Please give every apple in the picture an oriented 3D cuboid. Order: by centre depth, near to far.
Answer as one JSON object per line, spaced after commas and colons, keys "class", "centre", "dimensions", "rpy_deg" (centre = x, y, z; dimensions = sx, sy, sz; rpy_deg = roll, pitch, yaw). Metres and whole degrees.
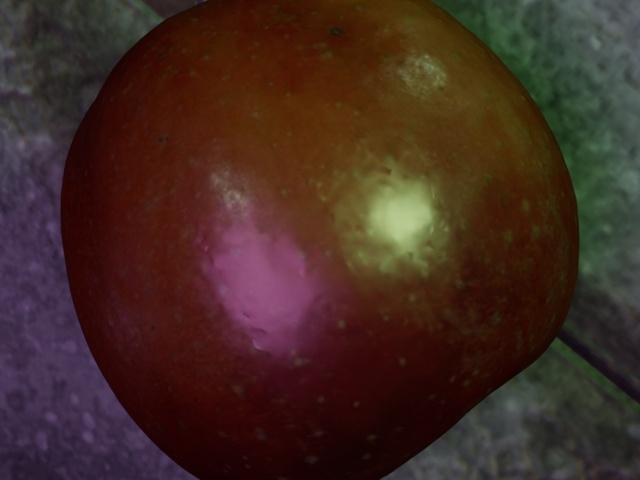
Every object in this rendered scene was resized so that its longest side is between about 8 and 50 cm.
{"class": "apple", "centre": [0.000, 0.000, 0.594], "dimensions": [0.218, 0.218, 0.201], "rpy_deg": [-42, 74, 31]}
